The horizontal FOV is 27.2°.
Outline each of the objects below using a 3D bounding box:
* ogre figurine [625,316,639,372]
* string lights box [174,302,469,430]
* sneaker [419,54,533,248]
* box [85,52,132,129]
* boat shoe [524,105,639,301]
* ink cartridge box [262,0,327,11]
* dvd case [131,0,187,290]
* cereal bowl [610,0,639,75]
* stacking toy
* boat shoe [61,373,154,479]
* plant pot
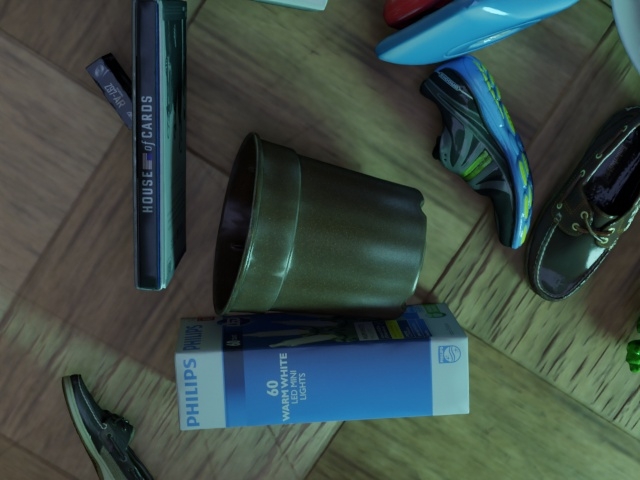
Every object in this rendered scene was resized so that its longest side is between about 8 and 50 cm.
[{"bbox_3d":[0.382,0.055,1.261,0.118,0.097,0.197,25,86,4],"label":"ogre figurine"},{"bbox_3d":[-0.001,0.115,1.226,0.259,0.133,0.077,-3,101,-4],"label":"string lights box"},{"bbox_3d":[0.149,-0.080,1.245,0.078,0.067,0.188,-20,103,22],"label":"sneaker"},{"bbox_3d":[-0.181,-0.136,1.196,0.018,0.083,0.067,-34,100,4],"label":"box"},{"bbox_3d":[0.259,-0.033,1.249,0.073,0.073,0.207,24,99,-8],"label":"boat shoe"},{"bbox_3d":[-0.113,-0.318,1.141,0.272,0.114,0.197,8,100,-12],"label":"ink cartridge box"},{"bbox_3d":[-0.139,-0.090,1.159,0.029,0.179,0.239,2,100,0],"label":"dvd case"},{"bbox_3d":[0.433,-0.241,1.159,0.339,0.141,0.339,7,104,27],"label":"cereal bowl"},{"bbox_3d":[0.099,-0.316,1.148,0.175,0.165,0.302,-21,92,-32],"label":"stacking toy"},{"bbox_3d":[-0.201,0.190,1.271,0.049,0.056,0.152,-24,110,-4],"label":"boat shoe"},{"bbox_3d":[0.000,0.000,1.200,0.165,0.167,0.167,11,99,-13],"label":"plant pot"}]
